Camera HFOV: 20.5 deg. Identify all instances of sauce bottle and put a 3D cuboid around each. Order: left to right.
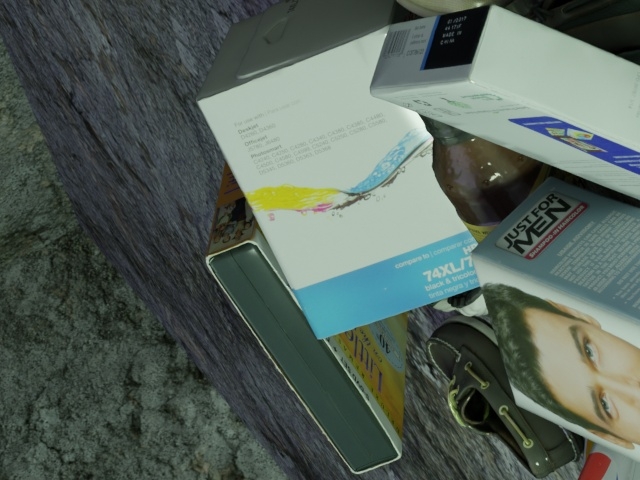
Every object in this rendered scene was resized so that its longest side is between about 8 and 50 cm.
[{"bbox_3d":[0.169,-0.042,1.538,0.344,0.111,0.111,50,171,-35],"label":"sauce bottle"}]

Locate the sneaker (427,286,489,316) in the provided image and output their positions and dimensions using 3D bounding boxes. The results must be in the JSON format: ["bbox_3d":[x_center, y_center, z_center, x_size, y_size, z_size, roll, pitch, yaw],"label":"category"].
[{"bbox_3d":[0.179,0.041,1.835,0.108,0.100,0.271,18,-176,-9],"label":"sneaker"}]

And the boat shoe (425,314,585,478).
[{"bbox_3d":[0.201,0.178,2.057,0.305,0.091,0.109,35,154,54],"label":"boat shoe"}]

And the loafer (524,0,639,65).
[{"bbox_3d":[0.215,-0.167,1.343,0.267,0.096,0.084,6,108,63],"label":"loafer"}]

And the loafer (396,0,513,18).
[{"bbox_3d":[0.070,-0.282,1.503,0.268,0.102,0.092,47,168,34],"label":"loafer"}]

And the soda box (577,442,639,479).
[{"bbox_3d":[0.281,0.242,1.563,0.098,0.286,0.091,22,-177,-28],"label":"soda box"}]

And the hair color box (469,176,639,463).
[{"bbox_3d":[0.305,0.099,1.369,0.374,0.113,0.185,24,146,42],"label":"hair color box"}]

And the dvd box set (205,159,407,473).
[{"bbox_3d":[0.000,0.000,1.888,0.307,0.062,0.420,57,-158,-27],"label":"dvd box set"}]

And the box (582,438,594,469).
[{"bbox_3d":[0.315,0.290,1.692,0.103,0.114,0.203,166,110,-74],"label":"box"}]

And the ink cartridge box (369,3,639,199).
[{"bbox_3d":[0.217,-0.081,1.294,0.333,0.065,0.165,21,173,-23],"label":"ink cartridge box"}]

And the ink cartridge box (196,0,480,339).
[{"bbox_3d":[0.040,-0.090,1.675,0.270,0.197,0.198,63,-161,-23],"label":"ink cartridge box"}]
